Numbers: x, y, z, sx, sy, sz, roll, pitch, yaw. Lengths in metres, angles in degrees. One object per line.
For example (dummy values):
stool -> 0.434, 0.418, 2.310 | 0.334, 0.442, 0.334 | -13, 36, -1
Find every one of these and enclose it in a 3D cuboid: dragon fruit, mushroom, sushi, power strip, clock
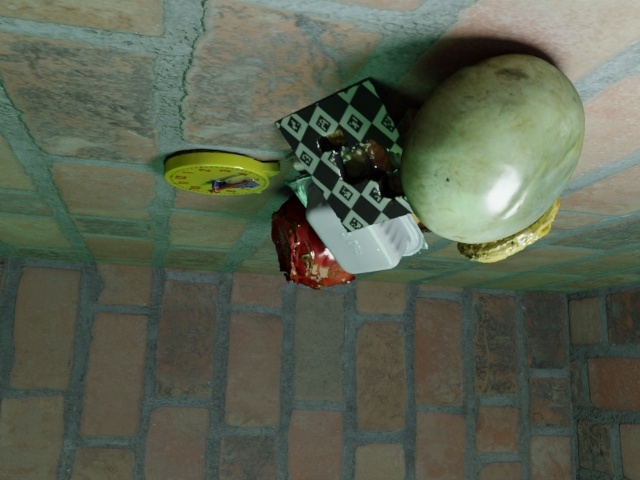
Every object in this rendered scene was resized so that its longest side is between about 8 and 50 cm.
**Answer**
dragon fruit -> 0.000, 0.000, 1.831 | 0.301, 0.296, 0.295 | 8, 167, -33
mushroom -> 0.297, -0.163, 1.089 | 0.352, 0.352, 0.260 | 16, -156, -50
sushi -> 0.083, -0.172, 1.281 | 0.292, 0.294, 0.059 | -14, -156, 49
power strip -> -0.008, -0.175, 1.556 | 0.081, 0.035, 0.192 | -2, 168, 15
clock -> -0.267, -0.160, 1.636 | 0.293, 0.071, 0.277 | 4, 168, -12

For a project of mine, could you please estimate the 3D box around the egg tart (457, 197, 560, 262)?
egg tart -> 0.435, -0.081, 1.505 | 0.123, 0.294, 0.294 | 47, 146, -22

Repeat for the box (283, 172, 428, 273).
box -> 0.085, -0.033, 1.537 | 0.264, 0.106, 0.337 | -10, 131, 33

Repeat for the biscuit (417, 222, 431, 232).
biscuit -> 0.386, -0.095, 1.856 | 0.333, 0.081, 0.289 | -12, 162, 34

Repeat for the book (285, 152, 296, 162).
book -> 0.011, -0.210, 1.508 | 0.127, 0.014, 0.181 | 10, 166, -31

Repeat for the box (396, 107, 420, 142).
box -> 0.267, -0.170, 1.351 | 0.273, 0.091, 0.221 | 6, 148, -18

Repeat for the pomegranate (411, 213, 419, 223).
pomegranate -> 0.188, -0.103, 1.637 | 0.196, 0.196, 0.196 | 1, 168, 0
